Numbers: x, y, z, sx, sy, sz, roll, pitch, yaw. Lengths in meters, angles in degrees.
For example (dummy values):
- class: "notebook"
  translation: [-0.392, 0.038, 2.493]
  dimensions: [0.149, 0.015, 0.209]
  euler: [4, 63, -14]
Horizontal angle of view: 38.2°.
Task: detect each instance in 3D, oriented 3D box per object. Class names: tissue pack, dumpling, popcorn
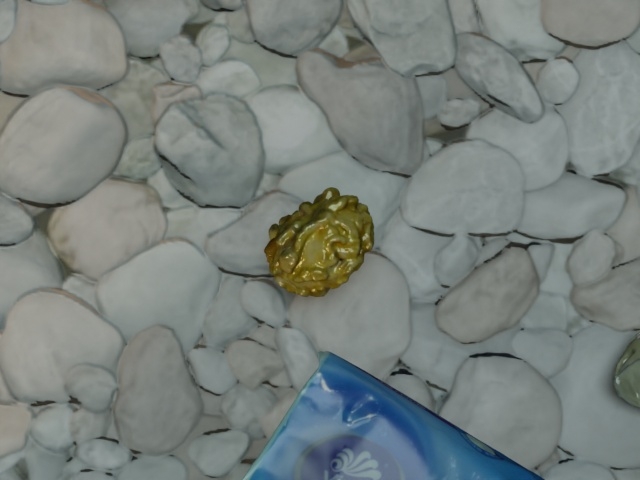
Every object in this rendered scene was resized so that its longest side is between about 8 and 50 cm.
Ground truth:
- class: "tissue pack"
  translation: [0.077, 0.196, 0.539]
  dimensions: [0.263, 0.198, 0.146]
  euler: [31, 77, 7]
- class: "dumpling"
  translation: [0.247, 0.091, 0.656]
  dimensions: [0.077, 0.043, 0.059]
  euler: [-41, 97, -27]
- class: "popcorn"
  translation: [0.000, 0.000, 0.655]
  dimensions: [0.082, 0.083, 0.057]
  euler: [-38, 111, 21]
